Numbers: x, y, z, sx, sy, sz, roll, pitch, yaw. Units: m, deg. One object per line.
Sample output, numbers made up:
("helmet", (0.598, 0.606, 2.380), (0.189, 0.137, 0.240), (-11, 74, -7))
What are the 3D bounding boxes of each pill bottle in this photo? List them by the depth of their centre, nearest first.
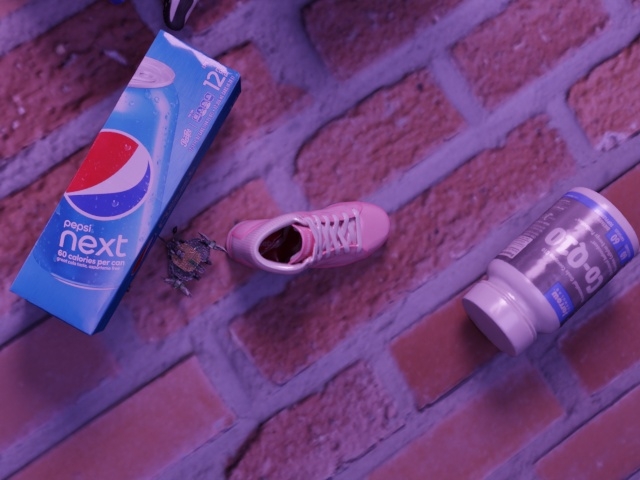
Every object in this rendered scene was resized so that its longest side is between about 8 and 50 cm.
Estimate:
("pill bottle", (0.186, 0.027, 0.894), (0.137, 0.078, 0.078), (-42, 106, -10))

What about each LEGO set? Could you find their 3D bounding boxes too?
("LEGO set", (-0.113, 0.015, 0.830), (0.083, 0.023, 0.054), (6, 92, -5))

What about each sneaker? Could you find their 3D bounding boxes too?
("sneaker", (-0.082, -0.202, 0.803), (0.043, 0.040, 0.109), (25, 88, -21))
("sneaker", (0.000, 0.000, 0.836), (0.134, 0.070, 0.051), (-7, 96, -18))

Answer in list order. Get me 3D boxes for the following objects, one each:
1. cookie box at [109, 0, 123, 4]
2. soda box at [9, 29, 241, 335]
("cookie box", (-0.153, -0.238, 0.775), (0.092, 0.040, 0.107), (34, 85, -18))
("soda box", (-0.136, -0.040, 0.780), (0.067, 0.071, 0.210), (29, 86, -3))
